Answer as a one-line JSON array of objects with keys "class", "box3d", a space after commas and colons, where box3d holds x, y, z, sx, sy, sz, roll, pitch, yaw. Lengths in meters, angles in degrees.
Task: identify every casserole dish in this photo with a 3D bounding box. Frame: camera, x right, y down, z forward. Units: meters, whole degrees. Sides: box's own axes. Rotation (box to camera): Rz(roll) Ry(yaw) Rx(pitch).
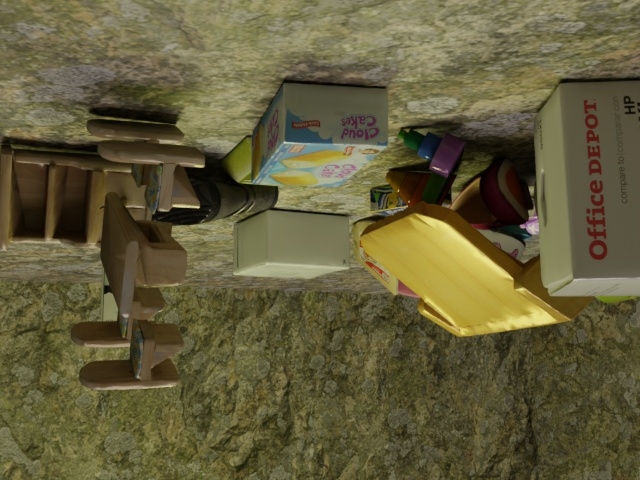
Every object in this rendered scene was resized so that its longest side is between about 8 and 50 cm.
[{"class": "casserole dish", "box3d": [0.485, -0.017, 2.291, 0.114, 0.037, 0.188, 4, 170, -28]}]

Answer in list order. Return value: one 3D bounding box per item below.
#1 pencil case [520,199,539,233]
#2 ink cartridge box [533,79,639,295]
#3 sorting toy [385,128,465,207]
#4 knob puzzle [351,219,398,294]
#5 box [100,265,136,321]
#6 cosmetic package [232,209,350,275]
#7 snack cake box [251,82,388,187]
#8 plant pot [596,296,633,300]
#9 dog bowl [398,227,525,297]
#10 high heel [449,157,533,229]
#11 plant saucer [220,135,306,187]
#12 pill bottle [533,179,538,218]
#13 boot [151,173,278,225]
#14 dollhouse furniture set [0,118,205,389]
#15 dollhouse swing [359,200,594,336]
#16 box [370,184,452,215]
[{"class": "pencil case", "box3d": [0.542, -0.063, 1.852, 0.088, 0.086, 0.206, -37, -165, -38]}, {"class": "ink cartridge box", "box3d": [0.521, -0.071, 1.201, 0.395, 0.285, 0.166, -2, 169, 2]}, {"class": "sorting toy", "box3d": [0.175, -0.126, 1.520, 0.126, 0.127, 0.365, 28, 171, 9]}, {"class": "knob puzzle", "box3d": [0.147, 0.022, 2.165, 0.030, 0.213, 0.213, -29, -178, -22]}, {"class": "box", "box3d": [-0.510, 0.105, 2.175, 0.087, 0.289, 0.169, 0, 171, -9]}, {"class": "cosmetic package", "box3d": [-0.076, 0.014, 2.120, 0.224, 0.138, 0.225, 4, 171, -27]}, {"class": "snack cake box", "box3d": [-0.009, -0.152, 1.281, 0.152, 0.089, 0.264, 2, 170, -14]}, {"class": "plant pot", "box3d": [0.734, 0.014, 1.960, 0.207, 0.227, 0.228, -12, 166, 25]}, {"class": "dog bowl", "box3d": [0.339, 0.066, 2.279, 0.408, 0.150, 0.408, 7, 168, 1]}, {"class": "high heel", "box3d": [0.311, -0.068, 1.658, 0.181, 0.127, 0.377, -15, 170, 18]}, {"class": "plant saucer", "box3d": [-0.067, -0.133, 1.518, 0.188, 0.045, 0.188, 3, 170, -21]}, {"class": "pill bottle", "box3d": [0.529, -0.087, 1.611, 0.221, 0.121, 0.121, -6, 169, 30]}, {"class": "boot", "box3d": [-0.267, -0.076, 1.664, 0.338, 0.118, 0.223, 8, -170, 33]}, {"class": "dollhouse furniture set", "box3d": [-0.368, -0.015, 1.339, 0.257, 0.362, 0.394, 1, -160, -23]}, {"class": "dollhouse swing", "box3d": [0.309, -0.003, 1.552, 0.315, 0.305, 0.347, -40, -174, -24]}, {"class": "box", "box3d": [0.187, -0.091, 1.766, 0.169, 0.054, 0.059, -7, 168, 38]}]
